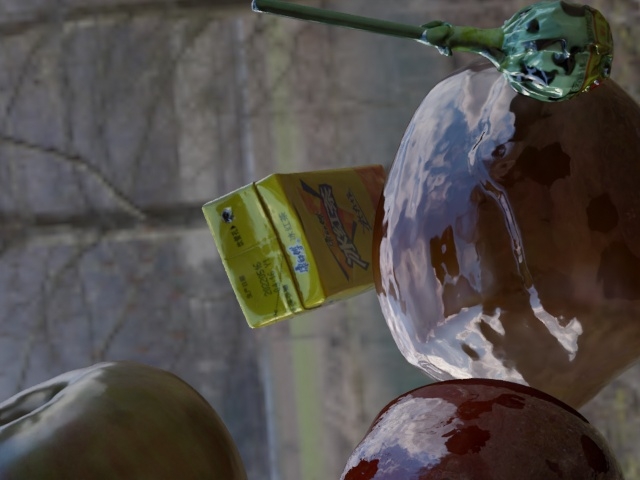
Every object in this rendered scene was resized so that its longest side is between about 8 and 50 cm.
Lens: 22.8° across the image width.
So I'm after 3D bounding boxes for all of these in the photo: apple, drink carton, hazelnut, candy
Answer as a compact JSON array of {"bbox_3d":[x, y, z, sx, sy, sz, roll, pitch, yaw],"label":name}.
[{"bbox_3d":[-0.174,0.223,1.232,0.234,0.256,0.257,60,-176,-11],"label":"apple"},{"bbox_3d":[0.000,0.000,1.884,0.155,0.111,0.351,68,-160,4],"label":"drink carton"},{"bbox_3d":[0.205,-0.007,1.559,0.372,0.315,0.372,20,113,57],"label":"hazelnut"},{"bbox_3d":[0.116,0.211,1.167,0.218,0.201,0.218,-45,-37,-50],"label":"apple"},{"bbox_3d":[0.095,-0.172,1.291,0.091,0.305,0.083,117,157,-53],"label":"candy"}]
